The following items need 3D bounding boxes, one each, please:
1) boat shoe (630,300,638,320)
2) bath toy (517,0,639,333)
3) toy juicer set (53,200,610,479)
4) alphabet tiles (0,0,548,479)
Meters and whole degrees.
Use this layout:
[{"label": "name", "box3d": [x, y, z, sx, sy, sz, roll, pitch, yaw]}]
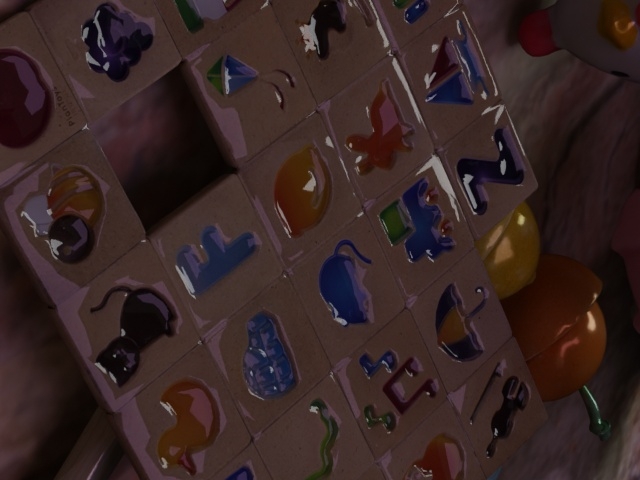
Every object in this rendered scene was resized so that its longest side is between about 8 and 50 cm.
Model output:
[{"label": "boat shoe", "box3d": [0.199, 0.021, 0.788, 0.103, 0.113, 0.302, -10, 107, -47]}, {"label": "bath toy", "box3d": [0.179, 0.019, 0.653, 0.151, 0.129, 0.348, -48, 121, -74]}, {"label": "toy juicer set", "box3d": [0.029, 0.072, 0.615, 0.329, 0.089, 0.209, 9, 102, -52]}, {"label": "alphabet tiles", "box3d": [0.000, 0.000, 0.539, 0.198, 0.009, 0.237, -39, 116, -31]}]
